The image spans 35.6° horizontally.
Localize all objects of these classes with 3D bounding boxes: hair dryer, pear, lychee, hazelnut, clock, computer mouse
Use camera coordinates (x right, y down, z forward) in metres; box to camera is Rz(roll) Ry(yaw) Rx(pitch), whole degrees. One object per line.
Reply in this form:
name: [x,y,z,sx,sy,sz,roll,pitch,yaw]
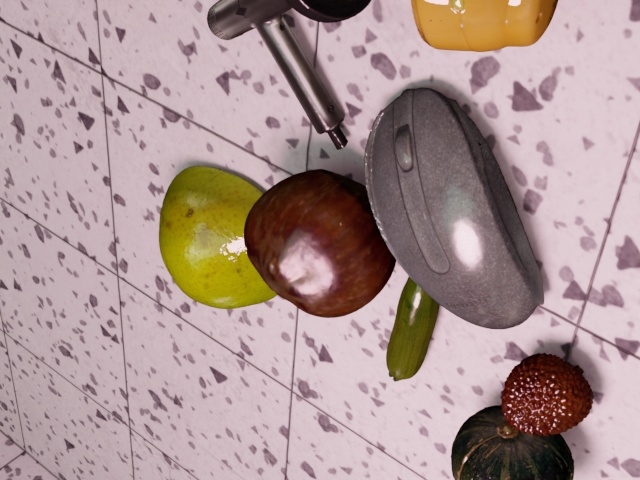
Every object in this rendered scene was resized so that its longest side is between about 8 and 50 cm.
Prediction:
hair dryer: [-0.002,-0.297,1.433,0.284,0.156,0.320,39,156,-13]
pear: [-0.160,0.017,1.764,0.239,0.139,0.288,-4,116,37]
lychee: [0.322,0.224,1.433,0.129,0.123,0.123,-43,83,15]
hazelnut: [0.000,0.000,1.526,0.234,0.218,0.218,40,139,20]
clock: [0.187,-0.354,1.067,0.200,0.244,0.317,12,130,21]
computer mouse: [0.179,-0.030,1.396,0.203,0.114,0.374,-20,101,51]

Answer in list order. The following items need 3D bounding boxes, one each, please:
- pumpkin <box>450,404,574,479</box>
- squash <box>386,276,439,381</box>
pumpkin: [0.286,0.334,1.496,0.190,0.190,0.146,30,144,26]
squash: [0.146,0.145,1.590,0.069,0.069,0.258,32,136,25]
